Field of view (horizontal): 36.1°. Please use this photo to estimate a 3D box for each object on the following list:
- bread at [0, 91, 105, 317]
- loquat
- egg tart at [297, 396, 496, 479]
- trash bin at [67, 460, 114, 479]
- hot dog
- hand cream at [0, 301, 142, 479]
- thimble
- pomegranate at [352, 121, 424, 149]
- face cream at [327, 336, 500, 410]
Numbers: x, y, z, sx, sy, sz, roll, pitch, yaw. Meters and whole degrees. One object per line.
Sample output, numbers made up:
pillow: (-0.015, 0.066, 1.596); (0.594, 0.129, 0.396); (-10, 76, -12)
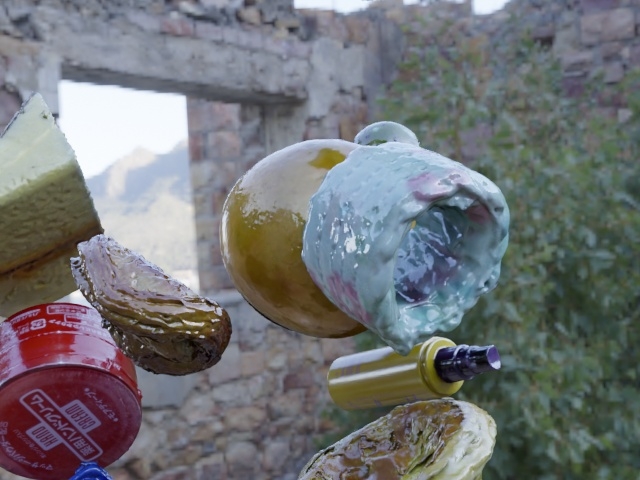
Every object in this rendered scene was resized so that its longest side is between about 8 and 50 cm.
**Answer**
bread: (-0.363, -0.030, 1.168); (0.178, 0.135, 0.240); (-27, -32, -15)
loquat: (0.000, 0.000, 1.271); (0.263, 0.263, 0.263); (-3, 1, 0)
egg tart: (0.072, 0.282, 1.037); (0.290, 0.115, 0.290); (-33, 10, 7)
trash bin: (-0.299, 0.385, 1.125); (0.163, 0.234, 0.184); (37, 13, 6)
hot dog: (-0.137, 0.051, 0.753); (0.147, 0.065, 0.099); (28, -25, 24)
hand cream: (-0.313, 0.180, 1.174); (0.193, 0.193, 0.125); (-3, 34, -13)
thimble: (0.088, 0.006, 1.054); (0.185, 0.210, 0.149); (14, 13, -39)
pomegranate: (0.110, -0.138, 1.848); (0.156, 0.156, 0.220); (-3, 20, 39)
face cream: (0.122, 0.169, 1.264); (0.078, 0.078, 0.273); (-4, -11, -41)
